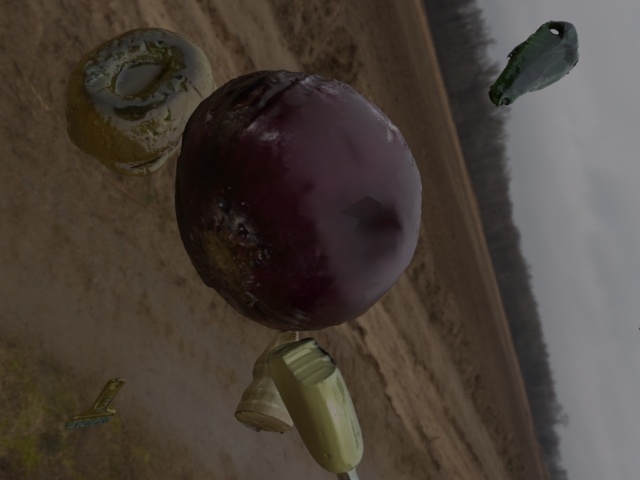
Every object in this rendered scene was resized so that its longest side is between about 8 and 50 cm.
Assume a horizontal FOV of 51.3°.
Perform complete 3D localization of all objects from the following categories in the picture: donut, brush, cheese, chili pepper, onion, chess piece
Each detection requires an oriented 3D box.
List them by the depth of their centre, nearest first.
[{"bbox_3d":[0.019,0.229,0.731,0.256,0.050,0.127,66,-25,3],"label":"cheese"},{"bbox_3d":[-0.001,-0.040,0.815,0.282,0.260,0.337,-34,124,-42],"label":"onion"},{"bbox_3d":[-0.295,-0.234,1.085,0.261,0.208,0.128,-57,172,-32],"label":"donut"},{"bbox_3d":[-0.397,0.297,1.211,0.082,0.218,0.010,0,57,-37],"label":"brush"},{"bbox_3d":[0.401,-0.320,1.248,0.108,0.216,0.062,51,-9,-11],"label":"chili pepper"},{"bbox_3d":[-0.090,0.270,1.494,0.137,0.137,0.301,60,37,-48],"label":"chess piece"}]
